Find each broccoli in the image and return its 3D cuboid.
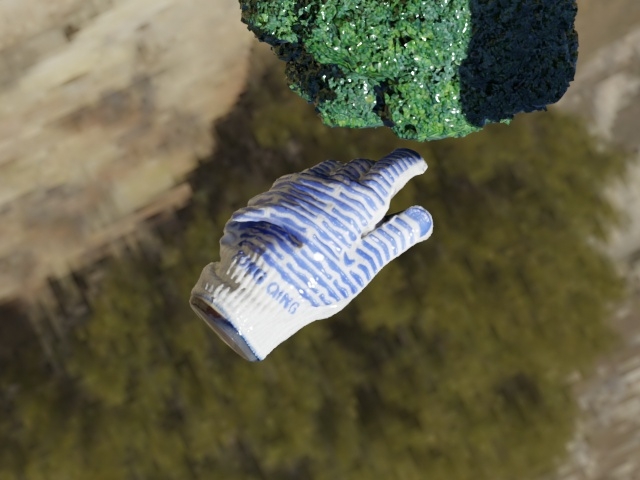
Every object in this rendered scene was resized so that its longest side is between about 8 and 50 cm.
[{"bbox_3d":[0.083,-0.230,1.697,0.308,0.308,0.275,-26,-174,4],"label":"broccoli"}]

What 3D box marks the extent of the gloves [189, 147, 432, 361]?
[{"bbox_3d":[-0.001,-0.001,1.513,0.229,0.119,0.097,-42,164,-29],"label":"gloves"}]
